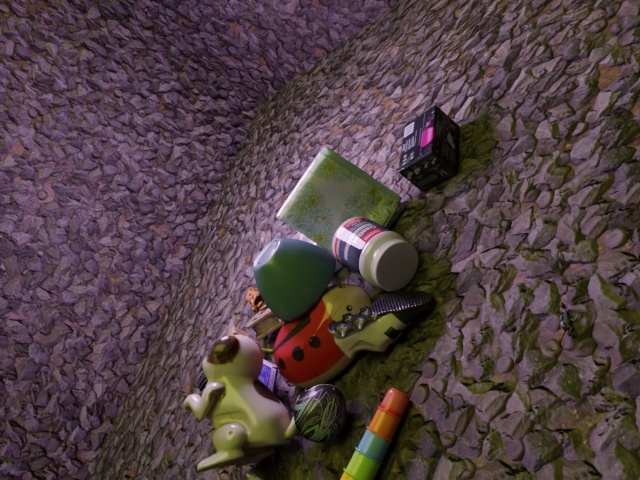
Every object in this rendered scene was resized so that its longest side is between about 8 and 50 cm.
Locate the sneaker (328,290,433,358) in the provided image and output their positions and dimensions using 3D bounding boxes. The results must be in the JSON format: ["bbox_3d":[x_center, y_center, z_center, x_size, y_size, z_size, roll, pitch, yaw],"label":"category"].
[{"bbox_3d":[0.203,0.263,1.679,0.330,0.146,0.122,-23,17,11],"label":"sneaker"}]

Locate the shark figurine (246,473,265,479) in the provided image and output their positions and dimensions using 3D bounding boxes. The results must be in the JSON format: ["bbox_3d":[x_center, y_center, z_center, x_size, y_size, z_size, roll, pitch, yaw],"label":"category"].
[{"bbox_3d":[-0.169,0.862,1.672,0.116,0.166,0.278,137,143,-80],"label":"shark figurine"}]

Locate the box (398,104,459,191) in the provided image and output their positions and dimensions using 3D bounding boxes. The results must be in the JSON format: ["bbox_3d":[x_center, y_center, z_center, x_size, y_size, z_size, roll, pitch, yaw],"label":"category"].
[{"bbox_3d":[0.391,-0.328,1.956,0.163,0.142,0.247,-29,37,43],"label":"box"}]

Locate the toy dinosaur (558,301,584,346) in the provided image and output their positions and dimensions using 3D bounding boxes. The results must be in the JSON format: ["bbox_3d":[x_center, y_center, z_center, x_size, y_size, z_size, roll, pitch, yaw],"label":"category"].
[{"bbox_3d":[0.559,0.184,1.255,0.090,0.047,0.082,-55,7,25],"label":"toy dinosaur"}]

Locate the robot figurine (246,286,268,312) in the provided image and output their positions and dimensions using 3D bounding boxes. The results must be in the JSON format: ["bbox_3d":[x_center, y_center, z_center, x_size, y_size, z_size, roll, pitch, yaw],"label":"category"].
[{"bbox_3d":[-0.239,0.191,2.472,0.291,0.085,0.211,-59,27,-5],"label":"robot figurine"}]

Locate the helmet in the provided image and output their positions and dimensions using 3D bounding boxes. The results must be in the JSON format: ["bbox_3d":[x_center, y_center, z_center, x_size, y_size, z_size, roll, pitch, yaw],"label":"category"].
[{"bbox_3d":[0.000,0.525,1.655,0.161,0.169,0.169,-36,30,63],"label":"helmet"}]

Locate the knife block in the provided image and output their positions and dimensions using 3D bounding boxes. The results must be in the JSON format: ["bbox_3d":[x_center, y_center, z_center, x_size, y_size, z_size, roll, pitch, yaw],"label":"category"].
[{"bbox_3d":[-0.444,0.543,2.423,0.242,0.088,0.275,-27,40,42],"label":"knife block"}]

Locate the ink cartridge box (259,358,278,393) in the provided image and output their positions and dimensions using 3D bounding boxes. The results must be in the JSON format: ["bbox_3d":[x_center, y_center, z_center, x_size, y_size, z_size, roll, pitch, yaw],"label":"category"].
[{"bbox_3d":[-0.209,0.556,2.017,0.208,0.045,0.206,5,85,60],"label":"ink cartridge box"}]

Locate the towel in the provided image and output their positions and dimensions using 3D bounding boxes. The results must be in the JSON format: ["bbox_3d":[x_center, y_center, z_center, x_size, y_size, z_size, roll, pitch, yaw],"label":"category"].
[{"bbox_3d":[0.079,-0.114,1.997,0.320,0.374,0.090,-55,8,4],"label":"towel"}]

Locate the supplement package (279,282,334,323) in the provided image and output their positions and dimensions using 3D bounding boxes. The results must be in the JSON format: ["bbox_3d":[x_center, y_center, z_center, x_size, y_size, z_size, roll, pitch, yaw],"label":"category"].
[{"bbox_3d":[-0.062,0.217,2.093,0.203,0.149,0.194,-53,28,8],"label":"supplement package"}]

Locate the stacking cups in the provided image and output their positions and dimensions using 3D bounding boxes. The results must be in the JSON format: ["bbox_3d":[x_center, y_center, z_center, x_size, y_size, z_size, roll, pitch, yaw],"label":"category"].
[{"bbox_3d":[0.141,0.551,1.469,0.096,0.096,0.316,7,67,60],"label":"stacking cups"}]

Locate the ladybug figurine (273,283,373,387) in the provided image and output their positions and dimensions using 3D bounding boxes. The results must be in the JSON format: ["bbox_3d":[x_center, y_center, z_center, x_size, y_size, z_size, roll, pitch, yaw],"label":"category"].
[{"bbox_3d":[-0.014,0.320,1.859,0.449,0.162,0.305,-48,38,20],"label":"ladybug figurine"}]

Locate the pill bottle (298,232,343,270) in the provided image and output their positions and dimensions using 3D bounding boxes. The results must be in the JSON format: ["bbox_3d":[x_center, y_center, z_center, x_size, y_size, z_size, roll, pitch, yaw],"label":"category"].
[{"bbox_3d":[0.000,0.000,2.211,0.161,0.161,0.283,-50,28,12],"label":"pill bottle"}]

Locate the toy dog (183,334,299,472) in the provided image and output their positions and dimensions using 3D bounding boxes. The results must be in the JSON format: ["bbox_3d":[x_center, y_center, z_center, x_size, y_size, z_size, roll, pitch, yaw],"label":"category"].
[{"bbox_3d":[-0.274,0.518,1.830,0.395,0.284,0.408,-33,62,25],"label":"toy dog"}]

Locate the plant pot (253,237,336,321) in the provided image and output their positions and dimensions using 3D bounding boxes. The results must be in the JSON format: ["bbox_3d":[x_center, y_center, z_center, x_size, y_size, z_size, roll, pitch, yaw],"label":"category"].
[{"bbox_3d":[-0.117,0.106,1.878,0.290,0.195,0.290,-40,22,20],"label":"plant pot"}]

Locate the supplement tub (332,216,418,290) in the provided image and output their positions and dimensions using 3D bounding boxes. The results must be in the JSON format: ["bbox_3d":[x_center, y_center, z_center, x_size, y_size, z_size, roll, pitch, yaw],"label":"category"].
[{"bbox_3d":[0.180,0.042,1.830,0.191,0.191,0.272,-57,35,-1],"label":"supplement tub"}]

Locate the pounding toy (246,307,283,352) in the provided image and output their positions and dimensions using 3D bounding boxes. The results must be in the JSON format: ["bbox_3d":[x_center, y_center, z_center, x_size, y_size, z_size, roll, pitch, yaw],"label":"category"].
[{"bbox_3d":[-0.209,0.366,2.258,0.269,0.155,0.154,-35,5,19],"label":"pounding toy"}]
